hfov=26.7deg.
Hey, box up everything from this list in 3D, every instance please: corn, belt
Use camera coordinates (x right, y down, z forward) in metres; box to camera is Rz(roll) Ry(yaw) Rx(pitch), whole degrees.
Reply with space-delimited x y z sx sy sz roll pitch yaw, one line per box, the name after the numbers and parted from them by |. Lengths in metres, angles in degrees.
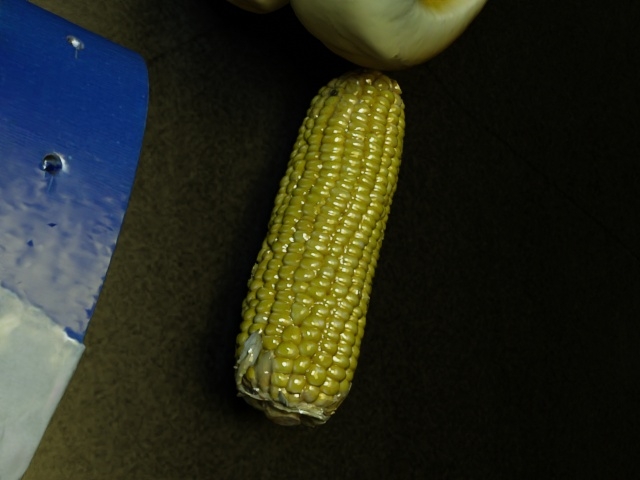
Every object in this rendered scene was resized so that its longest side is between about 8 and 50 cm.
0.000 0.000 1.053 0.106 0.106 0.293 25 66 -27 | corn
-0.218 0.018 0.842 0.117 0.212 0.346 25 77 -28 | belt

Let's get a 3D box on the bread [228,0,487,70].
0.065 -0.348 1.010 0.245 0.329 0.424 22 85 6 | bread
